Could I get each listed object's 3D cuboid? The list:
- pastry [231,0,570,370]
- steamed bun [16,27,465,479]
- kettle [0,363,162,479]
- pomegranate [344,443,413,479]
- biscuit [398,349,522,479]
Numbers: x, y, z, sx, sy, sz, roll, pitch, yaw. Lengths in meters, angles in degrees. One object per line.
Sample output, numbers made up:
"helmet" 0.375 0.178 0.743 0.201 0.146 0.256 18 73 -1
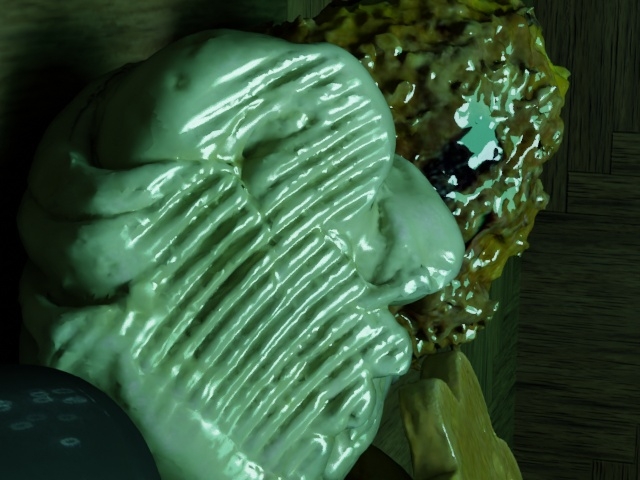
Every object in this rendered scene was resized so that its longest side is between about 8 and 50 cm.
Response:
"pastry" 0.039 -0.062 1.479 0.292 0.337 0.405 -118 -138 -54
"steamed bun" -0.076 0.024 1.227 0.352 0.247 0.339 43 73 -20
"kettle" -0.250 0.198 0.849 0.268 0.207 0.290 -60 159 10
"pomegranate" -0.037 0.329 1.357 0.338 0.338 0.338 4 90 -73
"biscuit" 0.120 0.245 1.276 0.355 0.052 0.275 -83 150 -56
